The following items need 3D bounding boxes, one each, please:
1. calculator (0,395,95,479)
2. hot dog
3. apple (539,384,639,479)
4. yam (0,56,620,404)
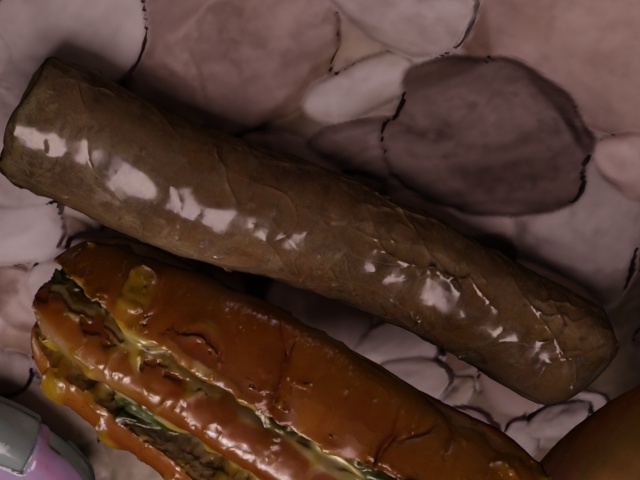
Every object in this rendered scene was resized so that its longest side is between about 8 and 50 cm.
[{"bbox_3d":[-0.219,0.163,0.848,0.141,0.045,0.246,24,125,-18],"label":"calculator"},{"bbox_3d":[-0.017,0.083,0.713,0.269,0.072,0.115,26,120,16],"label":"hot dog"},{"bbox_3d":[0.199,0.172,0.774,0.251,0.163,0.293,-5,115,-23],"label":"apple"},{"bbox_3d":[0.000,0.000,0.710,0.299,0.066,0.066,23,124,-17],"label":"yam"}]
